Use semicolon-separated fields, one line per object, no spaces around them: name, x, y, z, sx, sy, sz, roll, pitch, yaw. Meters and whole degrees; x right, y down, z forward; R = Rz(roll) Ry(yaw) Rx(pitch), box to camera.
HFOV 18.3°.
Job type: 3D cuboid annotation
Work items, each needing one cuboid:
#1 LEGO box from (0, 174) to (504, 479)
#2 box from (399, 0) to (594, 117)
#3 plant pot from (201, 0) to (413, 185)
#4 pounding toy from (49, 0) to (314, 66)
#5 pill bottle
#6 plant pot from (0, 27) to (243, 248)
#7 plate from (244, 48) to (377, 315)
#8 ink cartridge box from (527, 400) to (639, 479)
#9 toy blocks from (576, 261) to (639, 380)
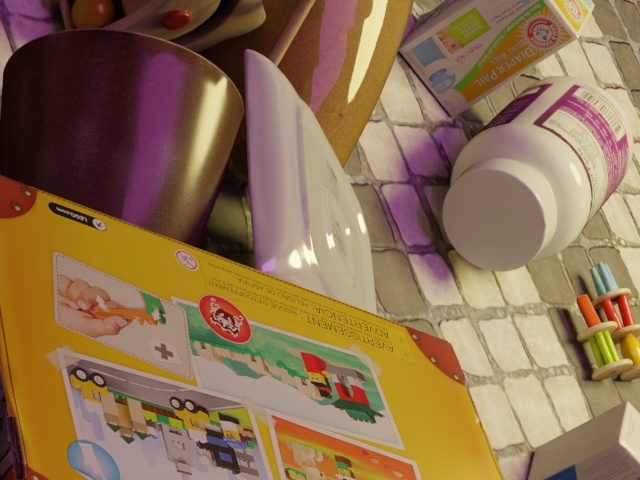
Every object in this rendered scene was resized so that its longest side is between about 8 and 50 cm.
LEGO box;-0.086;0.199;1.509;0.500;0.193;0.372;22;34;-33
box;0.215;-0.259;2.409;0.114;0.203;0.103;50;33;-12
plant pot;-0.028;-0.185;2.035;0.237;0.237;0.254;30;55;-36
pounding toy;-0.119;-0.221;1.884;0.154;0.269;0.155;46;25;-64
pill bottle;0.252;-0.074;2.336;0.169;0.169;0.301;55;33;-4
plant pot;-0.186;-0.027;1.704;0.215;0.215;0.230;29;55;-37
plate;0.000;0.000;1.827;0.277;0.045;0.278;60;19;-47
ink cartridge box;0.351;0.302;2.179;0.231;0.134;0.078;47;33;-17
toy blocks;0.349;0.095;2.427;0.123;0.054;0.148;7;58;-51
